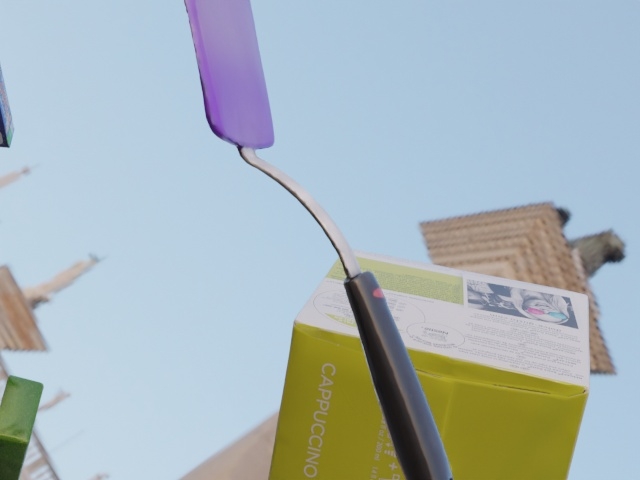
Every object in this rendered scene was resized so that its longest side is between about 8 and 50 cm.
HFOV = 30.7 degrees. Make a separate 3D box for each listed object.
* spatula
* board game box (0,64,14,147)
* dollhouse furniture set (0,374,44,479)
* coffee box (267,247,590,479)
[{"bbox_3d":[0.000,0.000,0.548,0.030,0.084,0.296,-29,-99,17],"label":"spatula"},{"bbox_3d":[-0.463,-0.168,1.334,0.201,0.035,0.136,4,-38,-2],"label":"board game box"},{"bbox_3d":[-0.432,0.286,1.247,0.197,0.302,0.151,16,-46,-12],"label":"dollhouse furniture set"},{"bbox_3d":[0.132,0.236,1.453,0.338,0.334,0.338,12,-73,9],"label":"coffee box"}]
